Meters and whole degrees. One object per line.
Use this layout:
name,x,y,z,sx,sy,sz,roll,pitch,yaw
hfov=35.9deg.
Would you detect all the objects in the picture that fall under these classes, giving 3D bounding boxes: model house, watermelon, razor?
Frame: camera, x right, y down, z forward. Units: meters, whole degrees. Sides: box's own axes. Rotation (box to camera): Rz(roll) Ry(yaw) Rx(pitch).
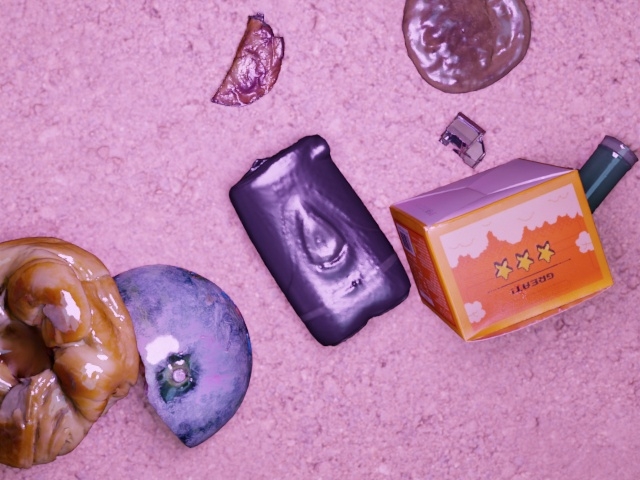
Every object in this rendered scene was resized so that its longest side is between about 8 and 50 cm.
model house,0.258,-0.177,1.724,0.083,0.057,0.058,37,65,8
watermelon,-0.215,0.180,1.651,0.188,0.175,0.321,-30,102,-1
razor,0.000,0.001,1.682,0.204,0.113,0.349,-32,99,-3

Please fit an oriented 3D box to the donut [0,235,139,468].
donut,-0.457,0.176,1.568,0.361,0.170,0.360,5,101,24

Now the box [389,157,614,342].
box,0.288,0.009,1.633,0.260,0.283,0.213,-19,101,-4

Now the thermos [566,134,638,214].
thermos,0.471,-0.094,1.748,0.083,0.073,0.187,38,92,-12

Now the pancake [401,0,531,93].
pancake,0.255,-0.370,1.692,0.242,0.050,0.241,-1,100,-7

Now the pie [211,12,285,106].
pie,-0.112,-0.296,1.665,0.092,0.034,0.169,21,95,-6
